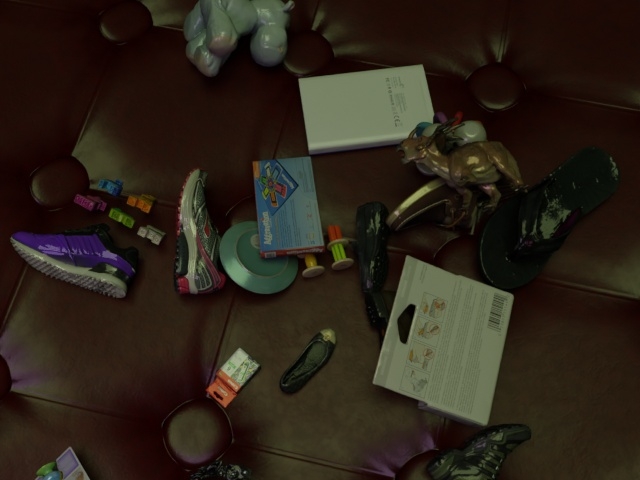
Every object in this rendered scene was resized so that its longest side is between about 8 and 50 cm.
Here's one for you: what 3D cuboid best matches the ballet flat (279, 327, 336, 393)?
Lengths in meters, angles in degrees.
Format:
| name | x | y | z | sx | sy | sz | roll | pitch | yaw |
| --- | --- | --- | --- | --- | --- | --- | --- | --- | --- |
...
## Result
| name | x | y | z | sx | sy | sz | roll | pitch | yaw |
| --- | --- | --- | --- | --- | --- | --- | --- | --- | --- |
| ballet flat | -0.023 | 0.260 | 1.575 | 0.057 | 0.049 | 0.173 | 35 | 72 | 14 |

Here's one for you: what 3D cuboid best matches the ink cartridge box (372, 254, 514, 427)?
| name | x | y | z | sx | sy | sz | roll | pitch | yaw |
| --- | --- | --- | --- | --- | --- | --- | --- | --- | --- |
| ink cartridge box | 0.256 | 0.212 | 1.549 | 0.261 | 0.066 | 0.296 | 21 | 68 | -7 |

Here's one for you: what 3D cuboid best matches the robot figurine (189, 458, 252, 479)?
| name | x | y | z | sx | sy | sz | roll | pitch | yaw |
| --- | --- | --- | --- | --- | --- | --- | --- | --- | --- |
| robot figurine | -0.245 | 0.555 | 1.435 | 0.291 | 0.085 | 0.211 | -13 | 68 | -4 |

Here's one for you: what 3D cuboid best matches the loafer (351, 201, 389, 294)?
| name | x | y | z | sx | sy | sz | roll | pitch | yaw |
| --- | --- | --- | --- | --- | --- | --- | --- | --- | --- |
| loafer | 0.110 | 0.019 | 1.670 | 0.078 | 0.076 | 0.223 | -8 | 67 | 32 |

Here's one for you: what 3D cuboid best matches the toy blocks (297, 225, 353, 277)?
| name | x | y | z | sx | sy | sz | roll | pitch | yaw |
| --- | --- | --- | --- | --- | --- | --- | --- | --- | --- |
| toy blocks | 0.000 | 0.000 | 1.683 | 0.123 | 0.054 | 0.148 | -14 | 67 | -4 |

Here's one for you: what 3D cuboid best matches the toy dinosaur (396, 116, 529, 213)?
| name | x | y | z | sx | sy | sz | roll | pitch | yaw |
| --- | --- | --- | --- | --- | --- | --- | --- | --- | --- |
| toy dinosaur | 0.333 | -0.175 | 1.588 | 0.296 | 0.127 | 0.200 | 1 | 60 | -19 |

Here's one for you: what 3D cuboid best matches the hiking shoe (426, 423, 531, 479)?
| name | x | y | z | sx | sy | sz | roll | pitch | yaw |
| --- | --- | --- | --- | --- | --- | --- | --- | --- | --- |
| hiking shoe | 0.333 | 0.452 | 1.480 | 0.227 | 0.086 | 0.114 | -25 | 82 | -3 |

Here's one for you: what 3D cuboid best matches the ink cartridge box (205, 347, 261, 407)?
| name | x | y | z | sx | sy | sz | roll | pitch | yaw |
| --- | --- | --- | --- | --- | --- | --- | --- | --- | --- |
| ink cartridge box | -0.189 | 0.295 | 1.574 | 0.063 | 0.029 | 0.115 | 38 | 72 | 15 |

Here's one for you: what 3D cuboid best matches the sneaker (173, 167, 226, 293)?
| name | x | y | z | sx | sy | sz | roll | pitch | yaw |
| --- | --- | --- | --- | --- | --- | --- | --- | --- | --- |
| sneaker | -0.276 | -0.021 | 1.672 | 0.112 | 0.121 | 0.299 | 2 | 73 | -15 |

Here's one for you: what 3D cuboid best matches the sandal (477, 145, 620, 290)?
| name | x | y | z | sx | sy | sz | roll | pitch | yaw |
| --- | --- | --- | --- | --- | --- | --- | --- | --- | --- |
| sandal | 0.521 | -0.069 | 1.658 | 0.446 | 0.107 | 0.167 | -43 | 87 | -16 |

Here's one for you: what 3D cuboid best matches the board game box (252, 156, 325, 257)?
| name | x | y | z | sx | sy | sz | roll | pitch | yaw |
| --- | --- | --- | --- | --- | --- | --- | --- | --- | --- |
| board game box | -0.077 | -0.082 | 1.692 | 0.145 | 0.027 | 0.281 | -5 | 51 | -5 |

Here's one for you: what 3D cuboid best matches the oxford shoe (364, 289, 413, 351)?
| name | x | y | z | sx | sy | sz | roll | pitch | yaw |
| --- | --- | --- | --- | --- | --- | --- | --- | --- | --- |
| oxford shoe | 0.174 | 0.212 | 1.577 | 0.096 | 0.083 | 0.227 | -8 | 74 | -21 |

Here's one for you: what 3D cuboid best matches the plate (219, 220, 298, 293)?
| name | x | y | z | sx | sy | sz | roll | pitch | yaw |
| --- | --- | --- | --- | --- | --- | --- | --- | --- | --- |
| plate | -0.134 | 0.032 | 1.646 | 0.188 | 0.024 | 0.188 | 12 | 56 | -19 |

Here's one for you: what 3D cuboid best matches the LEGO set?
| name | x | y | z | sx | sy | sz | roll | pitch | yaw |
| --- | --- | --- | --- | --- | --- | --- | --- | --- | --- |
| LEGO set | -0.444 | -0.081 | 1.717 | 0.227 | 0.093 | 0.087 | 28 | 101 | 7 |

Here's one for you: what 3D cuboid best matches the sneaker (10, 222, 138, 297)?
| name | x | y | z | sx | sy | sz | roll | pitch | yaw |
| --- | --- | --- | --- | --- | --- | --- | --- | --- | --- |
| sneaker | -0.548 | 0.019 | 1.667 | 0.293 | 0.102 | 0.146 | 20 | 65 | 4 |

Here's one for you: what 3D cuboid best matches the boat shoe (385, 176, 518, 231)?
| name | x | y | z | sx | sy | sz | roll | pitch | yaw |
| --- | --- | --- | --- | --- | --- | --- | --- | --- | --- |
| boat shoe | 0.314 | -0.084 | 1.678 | 0.342 | 0.123 | 0.123 | -24 | 75 | -21 |

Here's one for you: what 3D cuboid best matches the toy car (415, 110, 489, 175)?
| name | x | y | z | sx | sy | sz | roll | pitch | yaw |
| --- | --- | --- | --- | --- | --- | --- | --- | --- | --- |
| toy car | 0.301 | -0.241 | 1.723 | 0.182 | 0.159 | 0.136 | -5 | 66 | -1 |

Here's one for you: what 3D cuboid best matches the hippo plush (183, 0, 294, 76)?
| name | x | y | z | sx | sy | sz | roll | pitch | yaw |
| --- | --- | --- | --- | --- | --- | --- | --- | --- | --- |
| hippo plush | -0.204 | -0.549 | 1.870 | 0.236 | 0.234 | 0.294 | 3 | 80 | -31 |

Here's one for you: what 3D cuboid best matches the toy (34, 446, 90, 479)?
| name | x | y | z | sx | sy | sz | roll | pitch | yaw |
| --- | --- | --- | --- | --- | --- | --- | --- | --- | --- |
| toy | -0.495 | 0.542 | 1.430 | 0.137 | 0.056 | 0.237 | -43 | 63 | 8 |

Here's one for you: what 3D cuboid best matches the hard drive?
| name | x | y | z | sx | sy | sz | roll | pitch | yaw |
| --- | --- | --- | --- | --- | --- | --- | --- | --- | --- |
| hard drive | 0.116 | -0.328 | 1.827 | 0.319 | 0.040 | 0.210 | -7 | 67 | -2 |
